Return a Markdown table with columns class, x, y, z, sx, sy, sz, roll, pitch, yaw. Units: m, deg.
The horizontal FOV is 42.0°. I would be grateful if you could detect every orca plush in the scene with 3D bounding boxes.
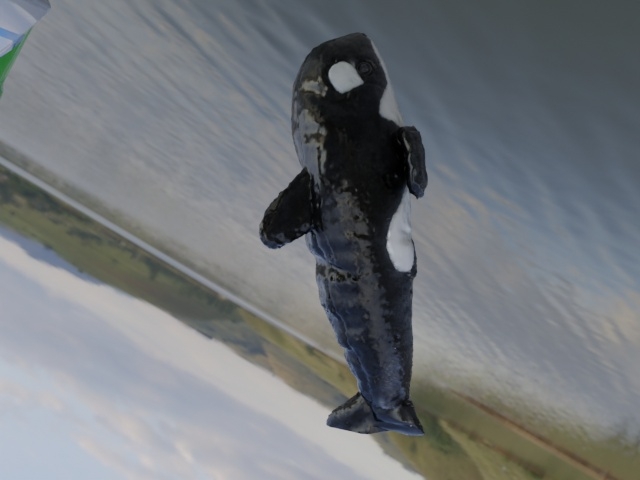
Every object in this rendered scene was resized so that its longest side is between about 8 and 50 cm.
| class | x | y | z | sx | sy | sz | roll | pitch | yaw |
| --- | --- | --- | --- | --- | --- | --- | --- | --- | --- |
| orca plush | 0.000 | 0.000 | 0.591 | 0.102 | 0.287 | 0.151 | -5 | -166 | -20 |

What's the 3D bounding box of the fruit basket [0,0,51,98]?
| class | x | y | z | sx | sy | sz | roll | pitch | yaw |
| --- | --- | --- | --- | --- | --- | --- | --- | --- | --- |
| fruit basket | -0.284 | -0.062 | 0.357 | 0.165 | 0.353 | 0.327 | 43 | -172 | 7 |
